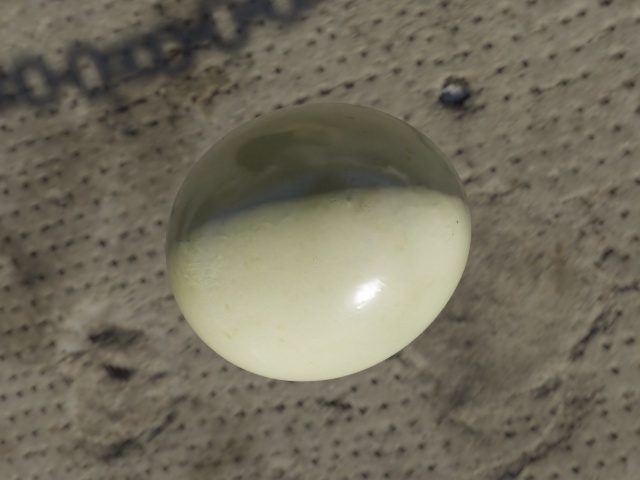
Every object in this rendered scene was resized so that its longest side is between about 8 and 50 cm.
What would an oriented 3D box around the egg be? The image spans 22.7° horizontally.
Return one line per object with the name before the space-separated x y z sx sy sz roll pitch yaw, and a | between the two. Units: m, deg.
egg | 0.000 0.000 1.089 0.253 0.188 0.189 -15 102 53
